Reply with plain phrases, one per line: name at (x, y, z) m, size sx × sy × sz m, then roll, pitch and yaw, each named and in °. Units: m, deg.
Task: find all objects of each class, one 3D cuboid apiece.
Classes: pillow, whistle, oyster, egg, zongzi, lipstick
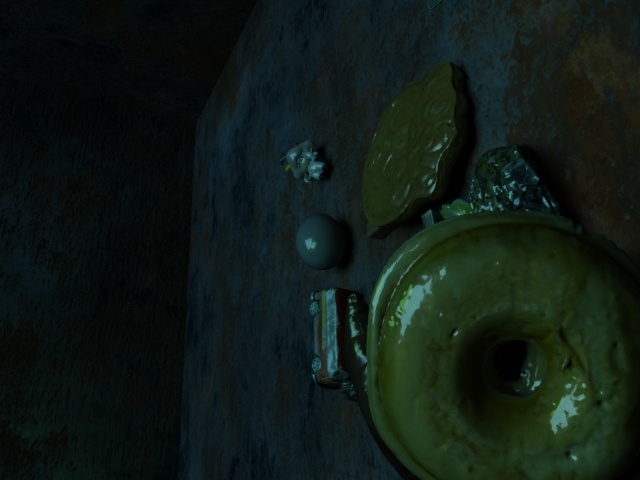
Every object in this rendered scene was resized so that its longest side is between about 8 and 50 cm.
pillow at (0.124, 0.292, 1.188) m, size 0.307 × 0.109 × 0.305 m, roll 68°, pitch -178°, yaw -52°
whistle at (0.291, -0.045, 1.284) m, size 0.057 × 0.104 × 0.198 m, roll -52°, pitch 14°, yaw 0°
oyster at (0.352, -0.048, 1.118) m, size 0.158 × 0.163 × 0.350 m, roll 67°, pitch -156°, yaw -57°
egg at (0.000, 0.000, 1.817) m, size 0.198 × 0.147 × 0.146 m, roll -97°, pitch 30°, yaw -48°
zongzi at (0.098, 0.346, 1.562) m, size 0.109 × 0.055 × 0.119 m, roll -4°, pitch 75°, yaw 49°
lipstick at (0.173, -0.054, 1.590) m, size 0.145 × 0.045 × 0.045 m, roll -43°, pitch 45°, yaw 51°

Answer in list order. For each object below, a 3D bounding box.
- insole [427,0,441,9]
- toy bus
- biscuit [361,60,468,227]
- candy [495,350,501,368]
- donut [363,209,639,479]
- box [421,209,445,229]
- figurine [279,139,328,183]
insole at (0.334, -0.650, 1.542) m, size 0.232 × 0.003 × 0.080 m, roll -23°, pitch 60°, yaw 61°
toy bus at (0.048, 0.256, 1.654) m, size 0.120 × 0.121 × 0.264 m, roll -29°, pitch 54°, yaw 48°
biscuit at (0.211, -0.225, 1.497) m, size 0.365 × 0.062 × 0.384 m, roll -28°, pitch 49°, yaw 55°
candy at (0.216, 0.148, 1.156) m, size 0.295 × 0.185 × 0.295 m, roll -21°, pitch -90°, yaw -86°
donut at (0.268, 0.173, 0.900) m, size 0.198 × 0.449 × 0.448 m, roll -28°, pitch -47°, yaw -78°
box at (0.265, 0.028, 1.355) m, size 0.041 × 0.050 × 0.207 m, roll -45°, pitch 41°, yaw 45°
figurine at (-0.043, -0.264, 2.074) m, size 0.229 × 0.112 × 0.137 m, roll 38°, pitch 123°, yaw 48°
